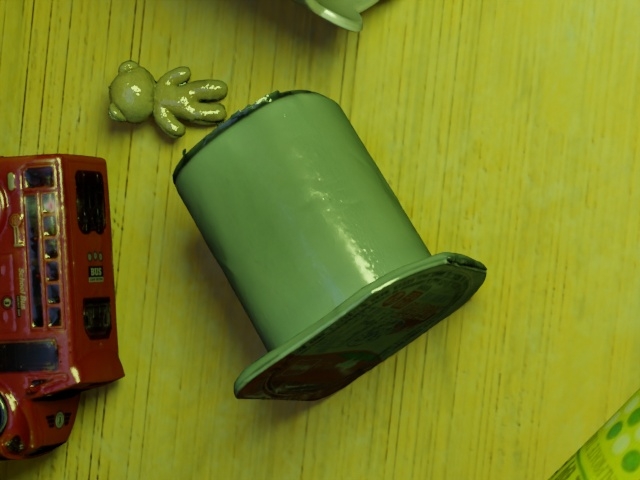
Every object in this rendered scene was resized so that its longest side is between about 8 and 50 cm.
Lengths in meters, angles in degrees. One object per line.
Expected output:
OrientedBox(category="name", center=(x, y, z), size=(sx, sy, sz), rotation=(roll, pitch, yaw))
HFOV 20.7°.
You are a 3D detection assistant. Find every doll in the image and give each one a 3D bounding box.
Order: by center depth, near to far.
OrientedBox(category="doll", center=(-0.127, -0.116, 1.446), size=(0.093, 0.051, 0.061), rotation=(4, 85, 18))

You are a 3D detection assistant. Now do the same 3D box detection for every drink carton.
OrientedBox(category="drink carton", center=(0.000, 0.000, 1.347), size=(0.191, 0.185, 0.189), rotation=(-36, 67, 18))

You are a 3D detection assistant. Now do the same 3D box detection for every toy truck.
OrientedBox(category="toy truck", center=(-0.231, 0.054, 1.453), size=(0.114, 0.107, 0.252), rotation=(-5, 88, 20))

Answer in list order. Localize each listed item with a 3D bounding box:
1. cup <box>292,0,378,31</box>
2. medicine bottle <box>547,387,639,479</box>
OrientedBox(category="cup", center=(-0.016, -0.336, 1.335), size=(0.258, 0.219, 0.289), rotation=(31, 70, 17))
OrientedBox(category="medicine bottle", center=(0.240, 0.240, 1.230), size=(0.213, 0.213, 0.378), rotation=(45, 104, 14))
